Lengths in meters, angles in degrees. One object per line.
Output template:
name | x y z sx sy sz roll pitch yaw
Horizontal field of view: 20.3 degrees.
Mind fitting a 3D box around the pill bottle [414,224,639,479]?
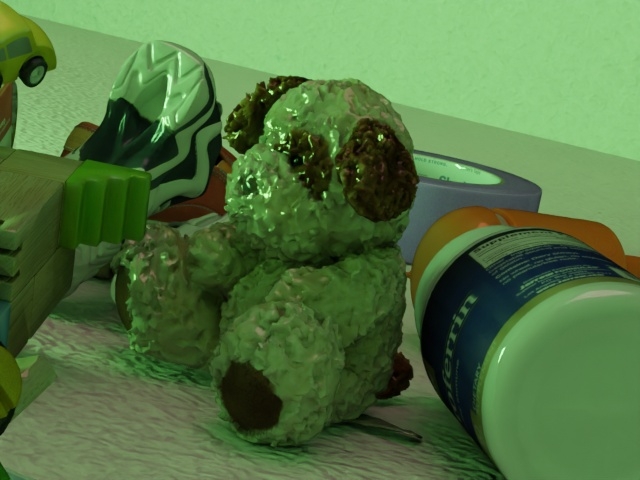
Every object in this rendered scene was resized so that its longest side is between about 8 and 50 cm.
pill bottle | 0.153 0.075 1.210 0.153 0.153 0.264 9 10 -12

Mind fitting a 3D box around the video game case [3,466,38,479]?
video game case | -0.243 0.126 0.882 0.212 0.023 0.193 16 11 27

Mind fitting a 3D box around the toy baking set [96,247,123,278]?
toy baking set | -0.173 0.005 1.600 0.256 0.030 0.197 14 11 18

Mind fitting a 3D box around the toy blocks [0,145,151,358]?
toy blocks | -0.326 0.006 1.127 0.381 0.190 0.261 12 22 5

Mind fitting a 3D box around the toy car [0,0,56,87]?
toy car | -0.289 -0.119 1.145 0.225 0.053 0.239 18 31 -6

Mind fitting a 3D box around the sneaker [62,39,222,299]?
sneaker | -0.153 -0.039 1.431 0.094 0.235 0.153 28 -4 19

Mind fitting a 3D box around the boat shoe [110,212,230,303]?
boat shoe | -0.095 0.014 1.452 0.084 0.095 0.258 17 10 11

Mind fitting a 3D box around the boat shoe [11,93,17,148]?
boat shoe | -0.383 -0.114 1.832 0.096 0.098 0.277 4 15 8

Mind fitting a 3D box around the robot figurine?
robot figurine | 0.169 0.038 1.508 0.219 0.128 0.158 8 38 -22

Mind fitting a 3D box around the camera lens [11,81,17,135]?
camera lens | -0.394 -0.112 1.476 0.219 0.219 0.274 13 10 12

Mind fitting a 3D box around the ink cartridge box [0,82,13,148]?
ink cartridge box | -0.290 -0.030 1.304 0.115 0.198 0.067 12 35 6

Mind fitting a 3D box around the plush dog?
plush dog | 0.000 0.000 1.229 0.211 0.225 0.262 5 15 -31

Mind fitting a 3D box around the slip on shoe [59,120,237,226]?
slip on shoe | -0.098 -0.045 1.609 0.331 0.101 0.123 7 7 -43

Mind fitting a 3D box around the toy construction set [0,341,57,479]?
toy construction set | -0.243 0.027 0.873 0.257 0.237 0.309 -31 17 20

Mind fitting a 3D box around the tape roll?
tape roll | 0.101 -0.041 1.974 0.275 0.090 0.275 10 10 -2
